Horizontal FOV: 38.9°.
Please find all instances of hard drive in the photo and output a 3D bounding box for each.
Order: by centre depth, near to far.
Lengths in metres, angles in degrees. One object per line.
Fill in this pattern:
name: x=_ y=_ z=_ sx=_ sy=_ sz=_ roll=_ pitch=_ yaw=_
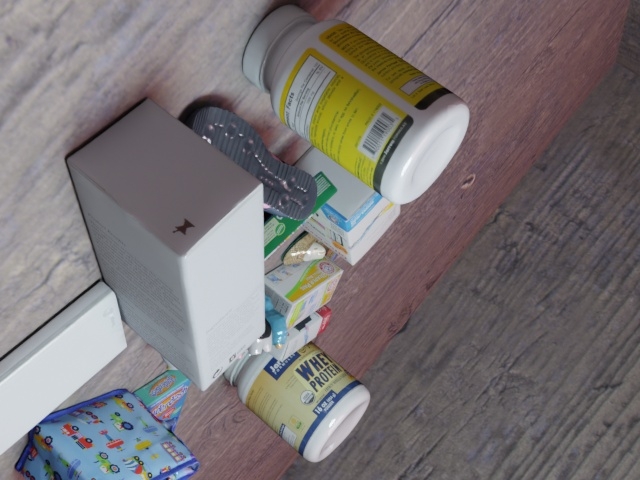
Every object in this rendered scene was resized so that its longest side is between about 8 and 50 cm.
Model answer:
hard drive: x=-0.454 y=0.220 z=1.485 sx=0.307 sy=0.040 sz=0.203 roll=-42 pitch=159 yaw=-27

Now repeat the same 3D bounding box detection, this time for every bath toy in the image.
bath toy: x=-0.208 y=0.179 z=1.860 sx=0.348 sy=0.151 sz=0.129 roll=-5 pitch=92 yaw=-62

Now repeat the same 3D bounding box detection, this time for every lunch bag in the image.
lunch bag: x=-0.376 y=0.396 z=1.706 sx=0.293 sy=0.221 sz=0.138 roll=-24 pitch=147 yaw=-54

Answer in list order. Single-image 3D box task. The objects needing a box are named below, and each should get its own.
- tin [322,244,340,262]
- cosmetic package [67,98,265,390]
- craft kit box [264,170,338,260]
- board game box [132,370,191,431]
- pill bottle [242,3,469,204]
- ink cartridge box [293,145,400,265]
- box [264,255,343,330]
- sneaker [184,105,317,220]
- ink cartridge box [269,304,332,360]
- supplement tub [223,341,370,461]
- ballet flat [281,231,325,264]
tin: x=0.050 y=-0.017 z=2.243 sx=0.190 sy=0.040 sz=0.106 roll=-58 pitch=164 yaw=17
cosmetic package: x=-0.218 y=0.026 z=1.394 sx=0.161 sy=0.230 sz=0.453 roll=-44 pitch=161 yaw=-25
craft kit box: x=-0.104 y=-0.006 z=1.732 sx=0.250 sy=0.061 sz=0.246 roll=-44 pitch=-173 yaw=-23
board game box: x=-0.367 y=0.382 z=1.970 sx=0.160 sy=0.047 sz=0.210 roll=-31 pitch=151 yaw=-46
pill bottle: x=0.047 y=-0.219 z=1.398 sx=0.188 sy=0.334 sz=0.188 roll=-44 pitch=160 yaw=-21
ink cartridge box: x=0.053 y=-0.093 z=1.896 sx=0.168 sy=0.171 sz=0.233 roll=-47 pitch=160 yaw=-14
box: x=-0.056 y=0.116 z=2.128 sx=0.203 sy=0.103 sz=0.114 roll=-32 pitch=153 yaw=-46
sneaker: x=-0.141 y=-0.124 z=1.504 sx=0.319 sy=0.131 sz=0.112 roll=39 pitch=72 yaw=-49
ink cartridge box: x=-0.077 y=0.194 z=2.181 sx=0.175 sy=0.127 sz=0.072 roll=-32 pitch=152 yaw=-46
supplement tub: x=-0.061 y=0.364 z=2.234 sx=0.228 sy=0.316 sz=0.228 roll=-45 pitch=160 yaw=-21
ballet flat: x=0.000 y=0.000 z=2.104 sx=0.206 sy=0.067 sz=0.073 roll=-43 pitch=160 yaw=-25
